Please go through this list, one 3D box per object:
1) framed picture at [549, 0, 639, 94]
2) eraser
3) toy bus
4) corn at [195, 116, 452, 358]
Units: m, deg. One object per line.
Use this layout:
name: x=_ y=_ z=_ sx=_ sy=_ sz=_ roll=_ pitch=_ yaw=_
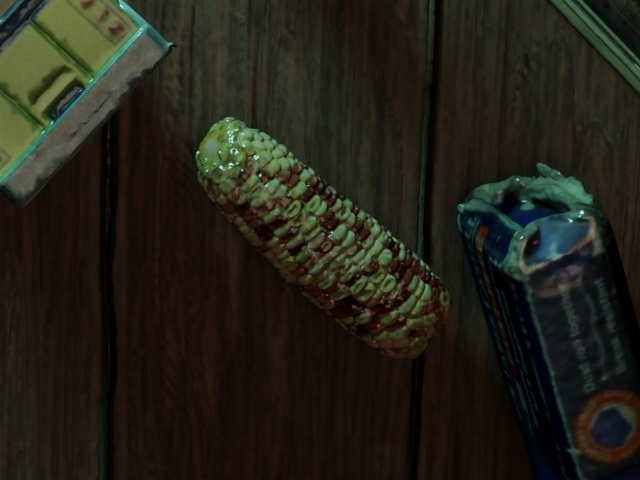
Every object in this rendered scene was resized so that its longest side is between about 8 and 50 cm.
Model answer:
framed picture: x=0.333 y=-0.221 z=1.611 sx=0.296 sy=0.019 sz=0.232 roll=41 pitch=90 yaw=-22
eraser: x=0.209 y=0.109 z=1.594 sx=0.102 sy=0.155 sz=0.332 roll=-20 pitch=110 yaw=-8
toy bus: x=-0.233 y=-0.155 z=1.304 sx=0.190 sy=0.312 sz=0.152 roll=42 pitch=90 yaw=-21
corn: x=0.000 y=0.000 z=1.537 sx=0.253 sy=0.086 sz=0.086 roll=41 pitch=90 yaw=-21
